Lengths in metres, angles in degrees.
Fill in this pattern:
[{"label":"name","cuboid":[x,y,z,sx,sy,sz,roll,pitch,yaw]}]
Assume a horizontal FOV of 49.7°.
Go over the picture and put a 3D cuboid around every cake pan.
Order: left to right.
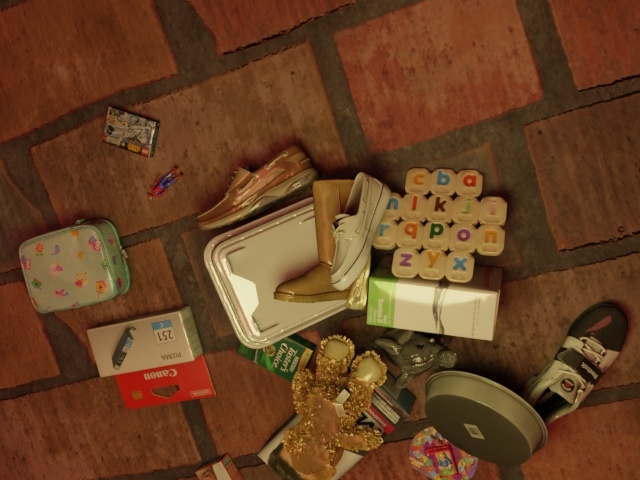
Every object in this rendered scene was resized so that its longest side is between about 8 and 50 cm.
[{"label":"cake pan","cuboid":[0.361,0.410,1.561,0.293,0.054,0.293,24,145,19]}]

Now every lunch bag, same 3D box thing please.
[{"label":"lunch bag","cuboid":[-0.644,0.063,1.822,0.279,0.108,0.224,-13,94,16]}]

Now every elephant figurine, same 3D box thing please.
[{"label":"elephant figurine","cuboid":[0.205,0.249,1.555,0.169,0.239,0.186,31,109,7]}]

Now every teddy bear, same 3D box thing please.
[{"label":"teddy bear","cuboid":[0.035,0.381,1.589,0.245,0.113,0.337,8,99,17]}]

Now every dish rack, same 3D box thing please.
[{"label":"dish rack","cuboid":[-0.075,0.074,1.605,0.333,0.072,0.285,-24,95,-11]}]

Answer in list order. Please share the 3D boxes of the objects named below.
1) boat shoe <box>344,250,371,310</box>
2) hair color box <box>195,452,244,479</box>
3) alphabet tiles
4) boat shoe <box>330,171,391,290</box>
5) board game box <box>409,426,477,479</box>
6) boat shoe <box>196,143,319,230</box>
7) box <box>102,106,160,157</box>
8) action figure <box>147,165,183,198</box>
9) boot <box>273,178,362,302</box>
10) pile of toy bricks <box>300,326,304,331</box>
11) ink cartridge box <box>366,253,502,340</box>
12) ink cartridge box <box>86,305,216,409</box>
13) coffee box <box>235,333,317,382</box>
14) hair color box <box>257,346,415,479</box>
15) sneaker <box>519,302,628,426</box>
[{"label":"boat shoe","cuboid":[0.085,0.075,1.509,0.048,0.056,0.153,6,89,6]},{"label":"hair color box","cuboid":[-0.256,0.676,1.883,0.093,0.053,0.167,-28,93,21]},{"label":"alphabet tiles","cuboid":[0.257,-0.037,1.504,0.284,0.021,0.278,3,62,15]},{"label":"boat shoe","cuboid":[0.068,-0.025,1.477,0.088,0.096,0.267,32,72,-21]},{"label":"board game box","cuboid":[0.300,0.545,1.706,0.169,0.033,0.133,30,108,8]},{"label":"boat shoe","cuboid":[-0.160,-0.123,1.646,0.324,0.123,0.116,-26,87,13]},{"label":"box","cuboid":[-0.478,-0.273,1.740,0.137,0.027,0.094,20,106,11]},{"label":"action figure","cuboid":[-0.398,-0.142,1.749,0.115,0.030,0.038,-39,95,22]},{"label":"boot","cuboid":[0.000,0.000,1.540,0.089,0.236,0.269,-2,90,60]},{"label":"pile of toy bricks","cuboid":[-0.115,0.134,1.700,0.212,0.118,0.105,37,71,-1]},{"label":"ink cartridge box","cuboid":[0.256,0.121,1.533,0.273,0.198,0.114,7,105,14]},{"label":"ink cartridge box","cuboid":[-0.454,0.328,1.853,0.296,0.066,0.261,-13,98,18]},{"label":"coffee box","cuboid":[-0.112,0.276,1.756,0.184,0.040,0.113,28,108,8]},{"label":"hair color box","cuboid":[0.037,0.464,1.719,0.185,0.113,0.374,44,110,3]},{"label":"sneaker","cuboid":[0.563,0.291,1.517,0.122,0.146,0.330,33,108,8]}]
